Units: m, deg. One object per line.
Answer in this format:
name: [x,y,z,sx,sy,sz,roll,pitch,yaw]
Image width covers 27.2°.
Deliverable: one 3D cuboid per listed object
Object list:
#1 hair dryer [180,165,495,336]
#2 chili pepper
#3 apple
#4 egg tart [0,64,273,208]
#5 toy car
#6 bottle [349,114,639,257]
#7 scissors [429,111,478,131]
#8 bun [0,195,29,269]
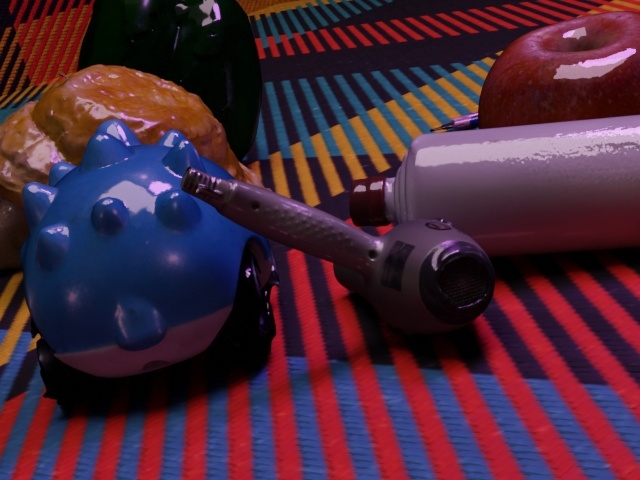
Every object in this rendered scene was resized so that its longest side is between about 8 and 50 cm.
hair dryer: [0.013,0.008,0.981,0.225,0.088,0.219,20,-6,3]
chili pepper: [-0.199,-0.203,1.673,0.233,0.256,0.248,-5,18,-31]
apple: [0.239,-0.108,1.160,0.201,0.162,0.201,-14,26,7]
egg tart: [-0.197,-0.100,1.373,0.319,0.128,0.319,13,23,-6]
toy car: [-0.138,0.002,1.017,0.188,0.190,0.255,-14,14,3]
bottle: [0.143,-0.038,1.044,0.245,0.104,0.104,-3,17,17]
scissors: [0.188,-0.147,1.606,0.113,0.012,0.039,-14,15,-2]
bun: [-0.342,-0.052,1.504,0.231,0.133,0.231,-12,13,3]
